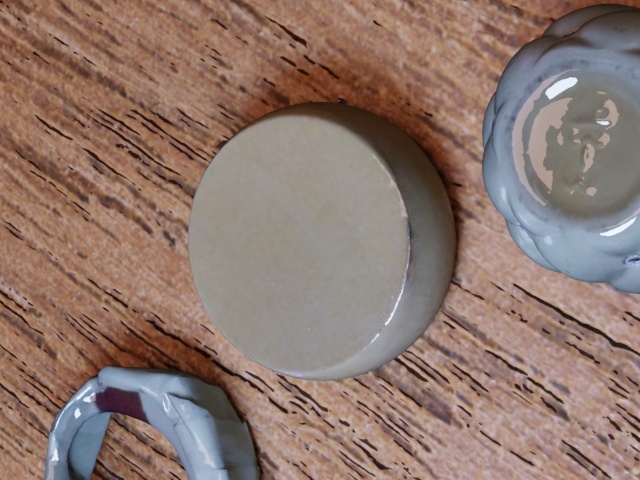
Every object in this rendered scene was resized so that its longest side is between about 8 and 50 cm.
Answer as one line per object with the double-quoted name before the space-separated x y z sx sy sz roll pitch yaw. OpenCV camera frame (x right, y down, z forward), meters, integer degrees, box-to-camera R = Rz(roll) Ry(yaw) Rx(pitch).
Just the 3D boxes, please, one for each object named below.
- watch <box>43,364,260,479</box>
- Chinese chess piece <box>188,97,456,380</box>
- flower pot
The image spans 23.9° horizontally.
"watch" -0.166 0.252 1.543 0.253 0.162 0.241 23 91 24
"Chinese chess piece" 0.000 0.000 1.449 0.273 0.102 0.273 2 95 29
"flower pot" 0.252 -0.076 1.247 0.246 0.195 0.246 2 94 29
